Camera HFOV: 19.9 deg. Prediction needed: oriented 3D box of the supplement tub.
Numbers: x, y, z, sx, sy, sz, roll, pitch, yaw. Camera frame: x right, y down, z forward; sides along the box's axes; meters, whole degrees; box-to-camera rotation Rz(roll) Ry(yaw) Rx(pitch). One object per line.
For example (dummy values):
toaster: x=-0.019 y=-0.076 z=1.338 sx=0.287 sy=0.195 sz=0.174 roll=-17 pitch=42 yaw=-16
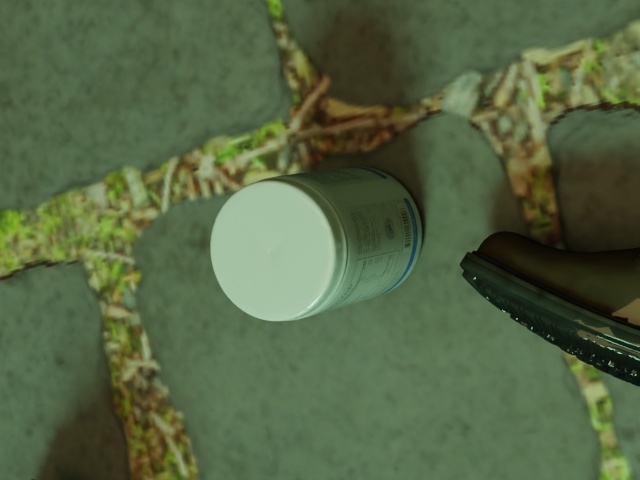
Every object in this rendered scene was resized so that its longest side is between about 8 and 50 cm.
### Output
supplement tub: x=0.000 y=0.000 z=0.903 sx=0.071 sy=0.107 sz=0.071 roll=3 pitch=96 yaw=27

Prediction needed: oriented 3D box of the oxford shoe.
oxford shoe: x=0.174 y=0.024 z=0.846 sx=0.227 sy=0.083 sz=0.096 roll=15 pitch=79 yaw=27

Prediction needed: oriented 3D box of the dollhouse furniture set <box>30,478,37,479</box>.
dollhouse furniture set: x=-0.101 y=0.242 z=0.990 sx=0.183 sy=0.129 sz=0.129 roll=21 pitch=107 yaw=-7
